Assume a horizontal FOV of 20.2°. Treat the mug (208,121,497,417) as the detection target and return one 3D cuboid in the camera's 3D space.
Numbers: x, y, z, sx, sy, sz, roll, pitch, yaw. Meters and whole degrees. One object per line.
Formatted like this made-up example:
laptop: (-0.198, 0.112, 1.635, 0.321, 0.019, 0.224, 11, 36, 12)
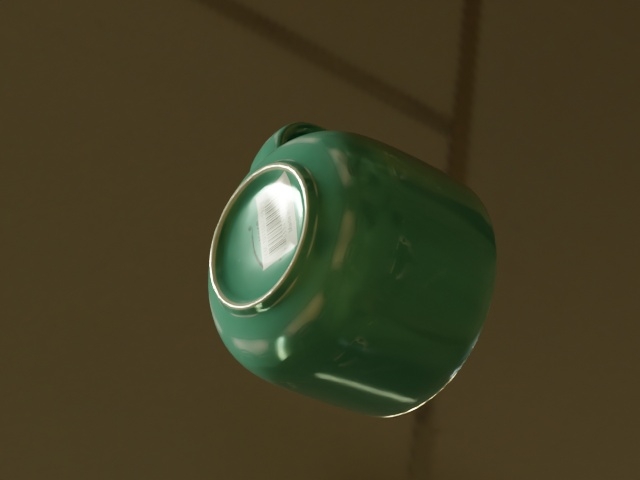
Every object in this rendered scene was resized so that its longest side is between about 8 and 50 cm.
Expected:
mug: (-0.001, 0.009, 0.884, 0.097, 0.158, 0.129, 22, -90, -36)
